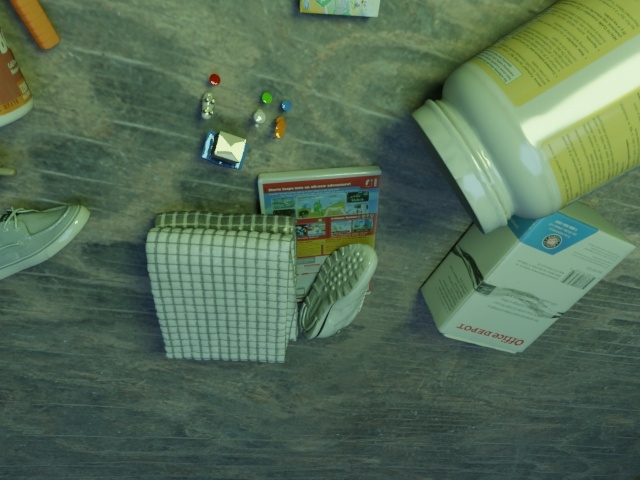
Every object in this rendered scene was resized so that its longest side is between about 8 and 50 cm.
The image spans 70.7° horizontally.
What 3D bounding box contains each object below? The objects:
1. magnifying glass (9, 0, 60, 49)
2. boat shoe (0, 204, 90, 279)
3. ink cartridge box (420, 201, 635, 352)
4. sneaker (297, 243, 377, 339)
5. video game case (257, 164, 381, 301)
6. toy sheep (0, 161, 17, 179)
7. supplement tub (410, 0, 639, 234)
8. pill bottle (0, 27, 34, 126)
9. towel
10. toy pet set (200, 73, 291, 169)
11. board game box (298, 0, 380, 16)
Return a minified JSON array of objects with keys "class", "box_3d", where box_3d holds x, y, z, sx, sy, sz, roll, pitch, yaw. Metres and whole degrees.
[{"class":"magnifying glass","box_3d":[-0.355,-0.321,0.480,0.026,0.092,0.230,12,143,17]},{"class":"boat shoe","box_3d":[-0.469,-0.007,0.699,0.228,0.079,0.081,-24,132,13]},{"class":"ink cartridge box","box_3d":[0.378,0.058,0.866,0.223,0.129,0.307,17,123,-22]},{"class":"sneaker","box_3d":[0.045,0.097,0.847,0.095,0.090,0.235,10,130,-33]},{"class":"video game case","box_3d":[0.000,0.000,0.822,0.204,0.025,0.285,-5,129,-6]},{"class":"toy sheep","box_3d":[-0.490,-0.100,0.617,0.132,0.091,0.091,-2,128,-9]},{"class":"supplement tub","box_3d":[0.316,-0.176,0.600,0.332,0.241,0.241,-31,126,15]},{"class":"pill bottle","box_3d":[-0.426,-0.238,0.499,0.121,0.121,0.216,-7,129,-4]},{"class":"towel","box_3d":[-0.155,0.082,0.784,0.235,0.121,0.283,2,126,-1]},{"class":"toy pet set","box_3d":[-0.121,-0.165,0.664,0.122,0.065,0.114,15,89,-24]},{"class":"board game box","box_3d":[0.029,-0.358,0.544,0.104,0.026,0.154,-2,128,-9]}]
